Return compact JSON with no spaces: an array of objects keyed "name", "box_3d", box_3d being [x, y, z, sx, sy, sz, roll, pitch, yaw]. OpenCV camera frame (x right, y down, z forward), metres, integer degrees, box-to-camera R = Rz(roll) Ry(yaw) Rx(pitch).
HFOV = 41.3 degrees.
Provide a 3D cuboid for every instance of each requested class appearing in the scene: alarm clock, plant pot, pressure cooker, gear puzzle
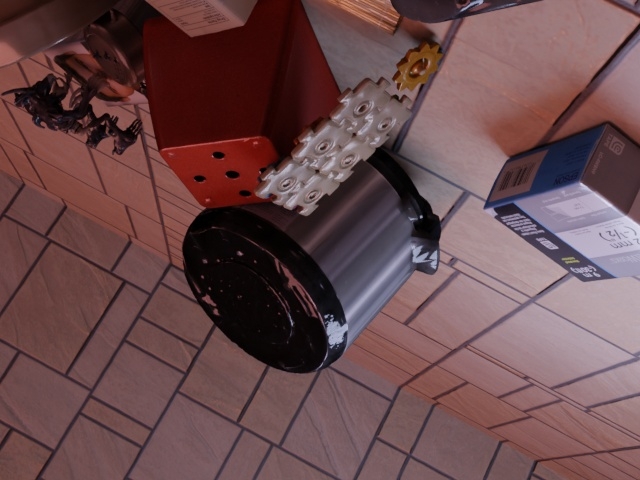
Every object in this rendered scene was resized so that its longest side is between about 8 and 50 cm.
[{"name":"alarm clock","box_3d":[-0.332,-0.305,1.431,0.129,0.064,0.192,20,150,49]},{"name":"plant pot","box_3d":[-0.131,-0.201,1.382,0.267,0.235,0.267,-5,151,16]},{"name":"plant pot","box_3d":[-0.511,-0.464,1.342,0.323,0.323,0.280,11,139,44]},{"name":"pressure cooker","box_3d":[0.001,-0.004,1.597,0.370,0.420,0.375,50,144,-8]},{"name":"gear puzzle","box_3d":[0.044,-0.177,1.260,0.044,0.339,0.175,54,-163,27]}]

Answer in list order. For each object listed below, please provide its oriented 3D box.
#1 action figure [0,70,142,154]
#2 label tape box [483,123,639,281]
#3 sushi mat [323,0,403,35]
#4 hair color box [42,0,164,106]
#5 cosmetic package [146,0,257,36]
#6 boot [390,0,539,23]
[{"name":"action figure","box_3d":[-0.491,-0.270,1.682,0.164,0.140,0.276,20,176,33]},{"name":"label tape box","box_3d":[0.469,-0.016,1.331,0.348,0.115,0.249,36,161,-14]},{"name":"sushi mat","box_3d":[-0.020,-0.394,1.196,0.317,0.019,0.151,27,161,6]},{"name":"hair color box","box_3d":[-0.365,-0.363,1.642,0.375,0.113,0.185,8,153,49]},{"name":"cosmetic package","box_3d":[-0.234,-0.425,1.173,0.309,0.113,0.160,35,163,-36]},{"name":"boot","box_3d":[0.022,-0.422,0.891,0.367,0.146,0.445,16,163,39]}]
